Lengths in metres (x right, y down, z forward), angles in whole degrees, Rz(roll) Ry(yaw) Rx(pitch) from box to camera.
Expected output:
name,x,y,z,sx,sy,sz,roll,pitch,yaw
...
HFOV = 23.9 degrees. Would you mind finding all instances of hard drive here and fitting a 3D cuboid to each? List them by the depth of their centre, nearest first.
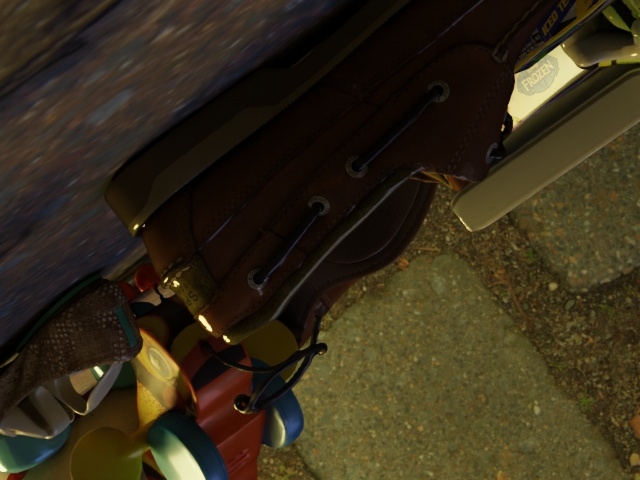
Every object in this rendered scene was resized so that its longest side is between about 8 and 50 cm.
name,x,y,z,sx,sy,sz,roll,pitch,yaw
hard drive,0.238,-0.112,1.396,0.203,0.040,0.307,-36,-178,22

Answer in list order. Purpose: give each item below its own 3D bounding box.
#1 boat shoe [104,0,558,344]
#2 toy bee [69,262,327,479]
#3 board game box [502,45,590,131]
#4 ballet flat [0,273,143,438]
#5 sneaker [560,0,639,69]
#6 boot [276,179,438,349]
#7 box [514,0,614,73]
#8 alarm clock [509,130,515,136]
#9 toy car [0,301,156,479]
name,x,y,z,sx,sy,sz,roll,pitch,yaw
boat shoe,0.047,-0.069,0.746,0.307,0.104,0.111,-37,177,2
toy bee,-0.086,0.097,1.099,0.195,0.162,0.298,-22,154,-49
board game box,0.340,-0.255,1.583,0.318,0.066,0.318,-34,176,-33
ballet flat,-0.186,0.097,1.021,0.073,0.067,0.206,-34,176,-45
sneaker,0.288,-0.202,1.098,0.147,0.145,0.385,-36,175,-12
boot,0.000,0.000,1.336,0.283,0.109,0.220,-61,-173,10
box,0.169,-0.175,0.936,0.169,0.059,0.054,-38,176,26
alarm clock,0.225,-0.133,1.732,0.129,0.064,0.192,-26,-152,-23
toy car,-0.203,0.172,1.287,0.210,0.219,0.238,-38,-152,-23
